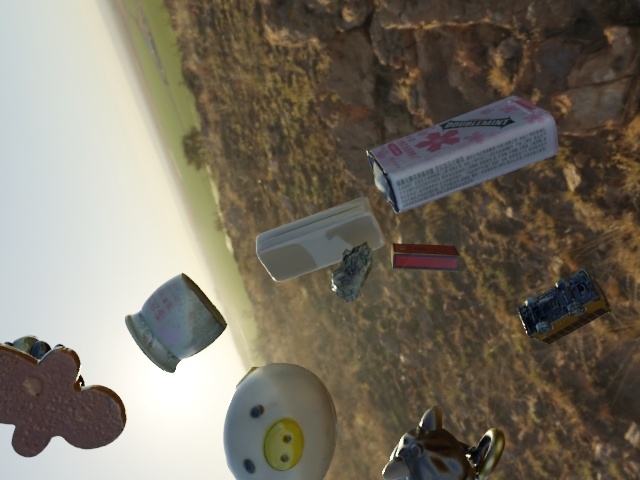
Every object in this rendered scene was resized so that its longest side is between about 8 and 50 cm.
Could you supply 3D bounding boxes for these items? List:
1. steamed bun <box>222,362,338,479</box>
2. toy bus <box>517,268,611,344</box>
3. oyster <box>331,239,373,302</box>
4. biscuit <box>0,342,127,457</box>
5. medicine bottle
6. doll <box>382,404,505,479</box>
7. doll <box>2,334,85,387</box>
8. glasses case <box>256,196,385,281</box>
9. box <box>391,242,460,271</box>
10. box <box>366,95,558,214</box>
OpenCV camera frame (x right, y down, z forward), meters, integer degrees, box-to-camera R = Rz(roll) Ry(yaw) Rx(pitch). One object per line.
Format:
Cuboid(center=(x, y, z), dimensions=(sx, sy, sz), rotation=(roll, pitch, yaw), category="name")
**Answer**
Cuboid(center=(-0.115, 0.535, 1.568), dimensions=(0.334, 0.334, 0.373), rotation=(154, 123, -77), category="steamed bun")
Cuboid(center=(0.614, 0.171, 1.394), dimensions=(0.201, 0.114, 0.098), rotation=(-42, 37, 33), category="toy bus")
Cuboid(center=(0.078, 0.069, 1.418), dimensions=(0.053, 0.165, 0.108), rotation=(22, -170, -39), category="oyster")
Cuboid(center=(-0.502, 0.278, 0.988), dimensions=(0.049, 0.324, 0.205), rotation=(-143, 72, -81), category="biscuit")
Cuboid(center=(-0.271, 0.155, 1.045), dimensions=(0.147, 0.143, 0.147), rotation=(51, 173, 8), category="medicine bottle")
Cuboid(center=(0.278, 0.562, 1.352), dimensions=(0.209, 0.318, 0.339), rotation=(42, 157, 28), category="doll")
Cuboid(center=(-0.696, 0.332, 1.394), dimensions=(0.234, 0.135, 0.143), rotation=(57, 168, 16), category="doll")
Cuboid(center=(0.000, 0.000, 1.522), dimensions=(0.076, 0.337, 0.144), rotation=(-96, -17, -47), category="glasses case")
Cuboid(center=(0.383, 0.061, 2.056), dimensions=(0.153, 0.240, 0.074), rotation=(-73, -16, -72), category="box")
Cuboid(center=(0.292, -0.185, 1.203), dimensions=(0.190, 0.370, 0.112), rotation=(-107, -5, -62), category="box")
